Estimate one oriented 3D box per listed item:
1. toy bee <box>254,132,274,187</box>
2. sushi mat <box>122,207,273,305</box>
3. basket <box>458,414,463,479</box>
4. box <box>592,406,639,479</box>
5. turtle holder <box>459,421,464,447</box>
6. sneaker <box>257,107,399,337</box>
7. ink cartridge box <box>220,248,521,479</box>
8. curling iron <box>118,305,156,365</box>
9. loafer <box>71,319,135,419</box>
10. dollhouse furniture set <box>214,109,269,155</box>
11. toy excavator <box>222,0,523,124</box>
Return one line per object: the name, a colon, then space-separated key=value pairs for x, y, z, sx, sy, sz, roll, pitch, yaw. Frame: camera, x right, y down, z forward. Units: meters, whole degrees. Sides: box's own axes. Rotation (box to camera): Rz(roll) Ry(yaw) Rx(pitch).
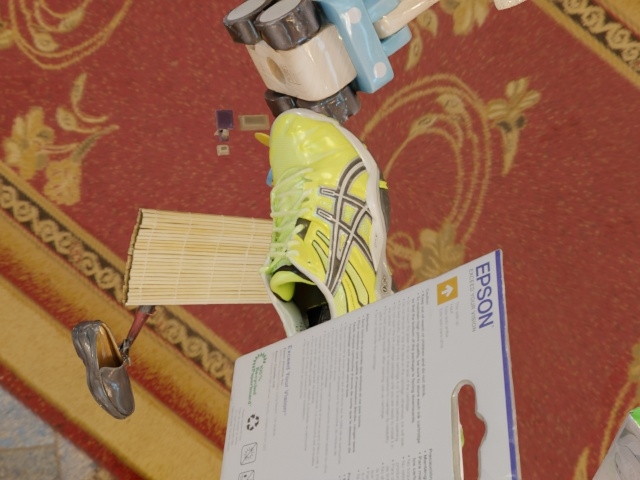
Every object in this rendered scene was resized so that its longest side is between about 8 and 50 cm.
toy bee: x=-0.033 y=-0.133 z=1.620 sx=0.195 sy=0.162 sz=0.298 roll=9 pitch=54 yaw=-8
sushi mat: x=-0.176 y=0.032 z=1.421 sx=0.019 sy=0.316 sz=0.151 roll=20 pitch=102 yaw=44
basket: x=0.115 y=0.267 z=1.166 sx=0.113 sy=0.103 sz=0.167 roll=-7 pitch=96 yaw=-27
box: x=0.555 y=0.300 z=1.250 sx=0.262 sy=0.231 sz=0.127 roll=-18 pitch=52 yaw=-14
turtle holder: x=0.110 y=0.437 z=1.726 sx=0.320 sy=0.243 sz=0.227 roll=15 pitch=128 yaw=11
sneaker: x=0.000 y=0.000 z=1.046 sx=0.145 sy=0.147 sz=0.385 roll=-34 pitch=62 yaw=36
ink cartridge box: x=0.041 y=0.206 z=0.739 sx=0.330 sy=0.324 sz=0.071 roll=-25 pitch=134 yaw=33
curling iron: x=-0.346 y=0.149 z=1.713 sx=0.035 sy=0.068 sz=0.274 roll=20 pitch=120 yaw=-24
loafer: x=-0.333 y=0.204 z=1.357 sx=0.061 sy=0.062 sz=0.170 roll=-15 pitch=103 yaw=44
dollhouse furniture set: x=-0.165 y=-0.220 z=1.805 sx=0.114 sy=0.081 sz=0.091 roll=-4 pitch=85 yaw=-15
toy excavator: x=0.111 y=-0.405 z=1.531 sx=0.445 sy=0.433 sz=0.222 roll=-39 pitch=120 yaw=-14
